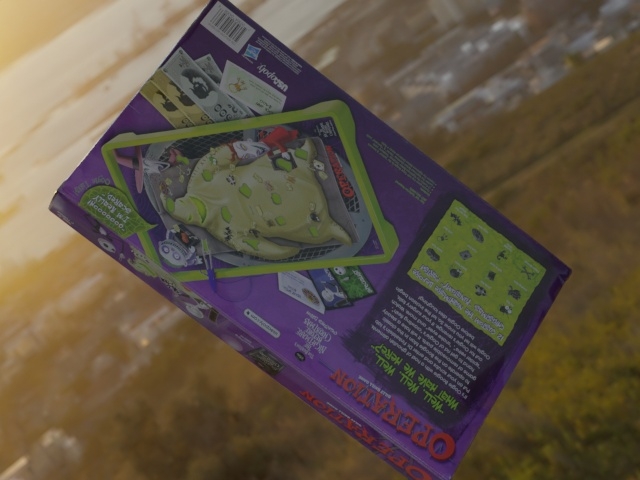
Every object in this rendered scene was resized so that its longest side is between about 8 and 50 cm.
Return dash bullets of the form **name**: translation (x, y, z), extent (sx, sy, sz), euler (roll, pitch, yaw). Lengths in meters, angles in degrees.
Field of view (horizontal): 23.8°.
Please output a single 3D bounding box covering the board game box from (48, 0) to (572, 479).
- **board game box**: translation (0.000, 0.000, 1.123), extent (0.208, 0.347, 0.056), euler (-55, 6, -30)
